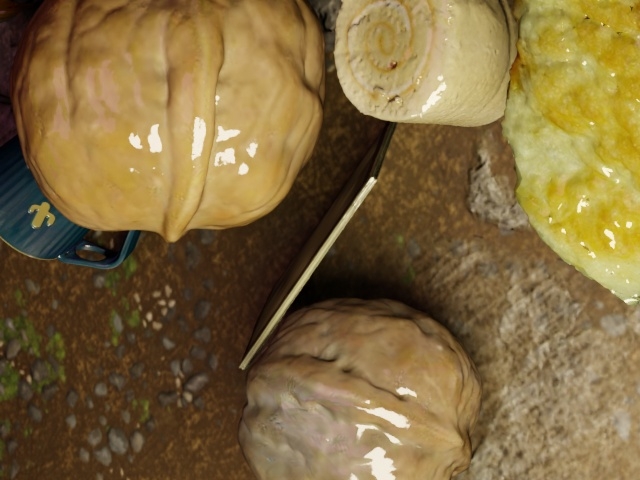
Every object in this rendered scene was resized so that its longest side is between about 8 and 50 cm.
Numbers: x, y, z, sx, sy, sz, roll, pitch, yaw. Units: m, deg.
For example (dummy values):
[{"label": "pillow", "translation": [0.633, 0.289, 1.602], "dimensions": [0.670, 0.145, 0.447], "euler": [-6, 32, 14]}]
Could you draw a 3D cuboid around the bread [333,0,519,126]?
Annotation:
[{"label": "bread", "translation": [0.102, -0.176, 1.765], "dimensions": [0.134, 0.141, 0.148], "euler": [-10, 85, 39]}]

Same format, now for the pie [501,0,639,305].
[{"label": "pie", "translation": [0.314, -0.158, 1.587], "dimensions": [0.395, 0.180, 0.418], "euler": [-5, 99, 43]}]

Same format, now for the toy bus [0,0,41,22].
[{"label": "toy bus", "translation": [-0.335, -0.346, 2.126], "dimensions": [0.136, 0.126, 0.209], "euler": [-13, 82, 29]}]

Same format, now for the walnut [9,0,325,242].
[{"label": "walnut", "translation": [-0.142, -0.133, 1.878], "dimensions": [0.285, 0.296, 0.285], "euler": [-179, 90, -79]}]

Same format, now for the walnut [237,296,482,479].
[{"label": "walnut", "translation": [0.039, 0.157, 1.784], "dimensions": [0.224, 0.224, 0.224], "euler": [0, 90, 38]}]

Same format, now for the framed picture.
[{"label": "framed picture", "translation": [0.000, 0.000, 1.845], "dimensions": [0.010, 0.173, 0.231], "euler": [33, 115, -5]}]

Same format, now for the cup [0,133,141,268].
[{"label": "cup", "translation": [-0.246, -0.059, 2.057], "dimensions": [0.176, 0.131, 0.155], "euler": [46, 124, -7]}]
